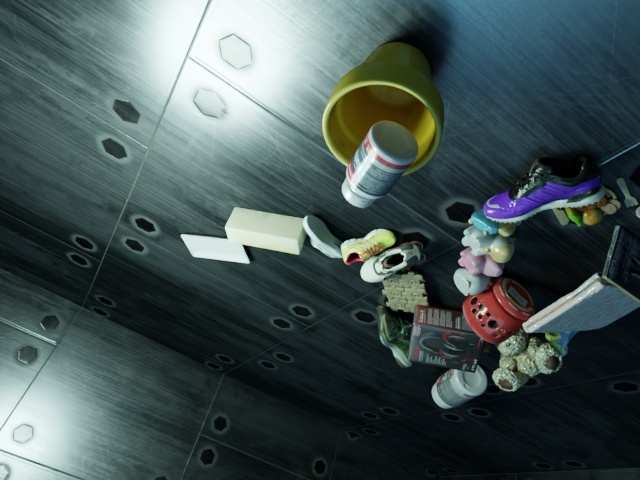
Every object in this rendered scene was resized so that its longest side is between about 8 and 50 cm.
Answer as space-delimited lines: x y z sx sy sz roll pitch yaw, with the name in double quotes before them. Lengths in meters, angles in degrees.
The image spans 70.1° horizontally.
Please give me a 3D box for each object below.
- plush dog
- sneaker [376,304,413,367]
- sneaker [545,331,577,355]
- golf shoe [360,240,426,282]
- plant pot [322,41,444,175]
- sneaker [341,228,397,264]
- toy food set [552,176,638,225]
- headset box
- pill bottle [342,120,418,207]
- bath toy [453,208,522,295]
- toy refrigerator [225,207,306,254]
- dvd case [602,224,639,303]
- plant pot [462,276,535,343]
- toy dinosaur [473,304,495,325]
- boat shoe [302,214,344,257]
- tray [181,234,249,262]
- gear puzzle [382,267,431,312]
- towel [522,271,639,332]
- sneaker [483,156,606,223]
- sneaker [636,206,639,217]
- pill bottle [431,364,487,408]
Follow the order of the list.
"plush dog" 0.734 0.394 1.693 0.262 0.210 0.225 -41 75 31
"sneaker" 0.362 0.387 1.937 0.182 0.158 0.410 -22 133 17
"sneaker" 0.896 0.345 1.669 0.126 0.091 0.240 -17 130 37
"golf shoe" 0.224 0.075 1.567 0.272 0.105 0.120 -31 166 40
"plant pot" 0.153 -0.312 1.026 0.253 0.239 0.254 11 143 9
"sneaker" 0.166 0.032 1.564 0.208 0.094 0.081 -22 128 26
"toy food set" 0.729 -0.092 1.227 0.192 0.039 0.132 -21 128 40
"headset box" 0.466 0.377 1.760 0.293 0.110 0.218 9 127 11
"pill bottle" 0.115 -0.151 0.957 0.107 0.108 0.180 24 142 -8
"bath toy" 0.523 0.050 1.434 0.129 0.151 0.348 -24 143 -17
"toy refrigerator" -0.193 -0.033 1.639 0.269 0.102 0.094 10 142 10
"dvd case" 0.889 0.081 1.281 0.221 0.165 0.018 30 163 -15
"plant pot" 0.617 0.230 1.561 0.191 0.191 0.174 28 129 -12
"toy dinosaur" 0.610 0.312 1.775 0.118 0.064 0.268 29 139 -3
"boat shoe" 0.000 0.000 1.614 0.075 0.083 0.226 -19 130 37
"tray" -0.426 0.027 1.872 0.270 0.030 0.145 6 141 16
"gear puzzle" 0.314 0.160 1.726 0.175 0.044 0.339 1 137 24
"towel" 0.855 0.202 1.421 0.331 0.054 0.317 4 143 -23
"sneaker" 0.563 -0.147 1.190 0.293 0.102 0.146 -15 128 30
"sneaker" 0.894 -0.073 1.187 0.119 0.047 0.057 -7 151 35
"pill bottle" 0.644 0.687 2.148 0.161 0.161 0.283 20 143 -2
